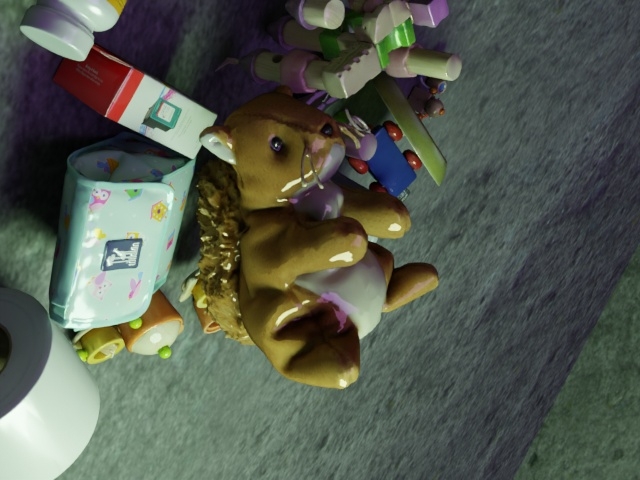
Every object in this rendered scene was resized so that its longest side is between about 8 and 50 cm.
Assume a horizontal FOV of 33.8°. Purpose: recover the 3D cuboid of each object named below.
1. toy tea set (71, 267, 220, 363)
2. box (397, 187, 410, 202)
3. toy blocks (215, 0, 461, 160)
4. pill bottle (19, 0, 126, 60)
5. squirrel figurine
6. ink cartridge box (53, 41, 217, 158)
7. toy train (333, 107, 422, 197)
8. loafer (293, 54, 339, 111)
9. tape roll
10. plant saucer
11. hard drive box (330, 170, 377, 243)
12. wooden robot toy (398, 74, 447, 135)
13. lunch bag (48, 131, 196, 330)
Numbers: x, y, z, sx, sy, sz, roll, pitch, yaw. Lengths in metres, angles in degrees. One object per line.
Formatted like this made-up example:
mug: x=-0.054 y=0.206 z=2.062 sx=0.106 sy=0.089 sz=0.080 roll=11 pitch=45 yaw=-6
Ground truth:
toy tea set: x=-0.226 y=0.140 z=1.712 sx=0.336 sy=0.124 sz=0.200 roll=-14 pitch=155 yaw=-45
box: x=0.140 y=-0.085 z=2.114 sx=0.083 sy=0.018 sz=0.067 roll=-51 pitch=144 yaw=-8
toy blocks: x=0.016 y=-0.329 z=1.595 sx=0.288 sy=0.260 sz=0.309 roll=-43 pitch=133 yaw=-28
pill bottle: x=-0.288 y=-0.335 z=1.305 sx=0.117 sy=0.117 sz=0.208 roll=36 pitch=75 yaw=-54
squirrel figurine: x=-0.070 y=-0.027 z=1.525 sx=0.281 sy=0.397 sz=0.371 roll=-39 pitch=116 yaw=-37
ink cartridge box: x=-0.267 y=-0.204 z=1.447 sx=0.231 sy=0.134 sz=0.078 roll=25 pitch=97 yaw=-53
toy train: x=0.066 y=-0.188 z=1.856 sx=0.105 sy=0.143 sz=0.248 roll=-44 pitch=136 yaw=-3
loafer: x=0.000 y=-0.269 z=1.757 sx=0.220 sy=0.080 sz=0.078 roll=-48 pitch=144 yaw=-12
tape roll: x=-0.449 y=0.209 z=1.450 sx=0.246 sy=0.246 sz=0.169 roll=-42 pitch=142 yaw=-20
plant saucer: x=0.160 y=-0.207 z=1.861 sx=0.037 sy=0.241 sz=0.241 roll=-32 pitch=144 yaw=8
hard drive box: x=0.000 y=0.000 z=1.875 sx=0.089 sy=0.181 sz=0.232 roll=-3 pitch=118 yaw=-48
wooden robot toy: x=0.214 y=-0.265 z=2.015 sx=0.076 sy=0.079 sz=0.173 roll=17 pitch=103 yaw=-53
lunch bag: x=-0.288 y=-0.014 z=1.470 sx=0.262 sy=0.160 sz=0.224 roll=-58 pitch=165 yaw=-71
